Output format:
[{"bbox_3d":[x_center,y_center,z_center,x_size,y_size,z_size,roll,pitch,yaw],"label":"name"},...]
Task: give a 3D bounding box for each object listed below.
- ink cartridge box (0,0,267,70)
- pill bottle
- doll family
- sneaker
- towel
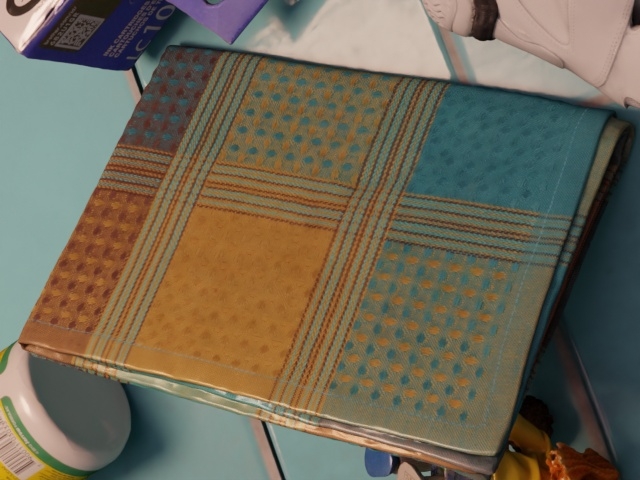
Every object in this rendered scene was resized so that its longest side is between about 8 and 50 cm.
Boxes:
[{"bbox_3d":[-0.179,-0.308,1.334,0.395,0.151,0.270,48,110,19],"label":"ink cartridge box"},{"bbox_3d":[-0.255,0.162,1.437,0.208,0.117,0.118,-34,78,26],"label":"pill bottle"},{"bbox_3d":[0.122,0.214,1.219,0.118,0.163,0.263,14,103,62],"label":"doll family"},{"bbox_3d":[0.174,-0.208,1.084,0.210,0.366,0.137,30,67,15],"label":"sneaker"},{"bbox_3d":[0.000,0.000,1.260,0.370,0.040,0.271,11,63,29],"label":"towel"}]
